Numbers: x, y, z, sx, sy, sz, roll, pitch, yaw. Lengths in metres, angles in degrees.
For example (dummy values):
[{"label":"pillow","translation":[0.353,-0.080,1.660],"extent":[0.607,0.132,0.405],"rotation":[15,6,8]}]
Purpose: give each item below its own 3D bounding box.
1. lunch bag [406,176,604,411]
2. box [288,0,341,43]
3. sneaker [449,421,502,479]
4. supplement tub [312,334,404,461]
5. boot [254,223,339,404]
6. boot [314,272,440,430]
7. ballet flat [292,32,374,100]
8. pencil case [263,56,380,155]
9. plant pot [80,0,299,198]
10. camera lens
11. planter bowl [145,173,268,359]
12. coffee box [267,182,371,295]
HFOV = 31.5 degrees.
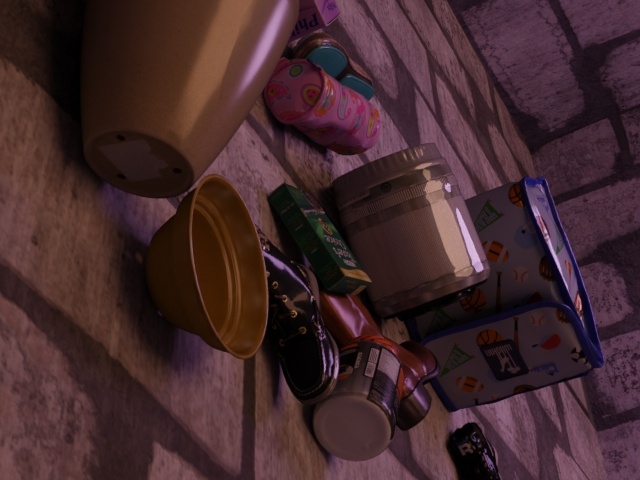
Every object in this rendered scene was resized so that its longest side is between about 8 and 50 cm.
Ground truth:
[{"label":"lunch bag","translation":[0.332,0.109,2.174],"extent":[0.239,0.328,0.385],"rotation":[-9,80,-66]},{"label":"box","translation":[-0.124,-0.388,1.656],"extent":[0.243,0.213,0.117],"rotation":[64,19,-14]},{"label":"sneaker","translation":[0.286,0.427,2.108],"extent":[0.121,0.079,0.217],"rotation":[54,15,-27]},{"label":"supplement tub","translation":[0.059,0.221,1.643],"extent":[0.117,0.117,0.190],"rotation":[62,19,-17]},{"label":"boot","translation":[-0.062,0.091,1.512],"extent":[0.178,0.085,0.236],"rotation":[46,23,-44]},{"label":"boot","translation":[0.074,0.148,1.868],"extent":[0.280,0.096,0.264],"rotation":[52,23,-10]},{"label":"ballet flat","translation":[0.005,-0.334,2.153],"extent":[0.106,0.107,0.316],"rotation":[54,8,21]},{"label":"pencil case","translation":[0.006,-0.232,1.986],"extent":[0.284,0.124,0.124],"rotation":[21,50,-63]},{"label":"plant pot","translation":[-0.177,-0.195,1.323],"extent":[0.256,0.256,0.274],"rotation":[49,43,-44]},{"label":"camera lens","translation":[0.159,-0.010,2.000],"extent":[0.274,0.219,0.219],"rotation":[69,19,3]},{"label":"planter bowl","translation":[-0.142,0.037,1.319],"extent":[0.217,0.090,0.217],"rotation":[-11,90,-72]},{"label":"coffee box","translation":[0.000,0.000,1.761],"extent":[0.184,0.040,0.113],"rotation":[57,15,21]}]
